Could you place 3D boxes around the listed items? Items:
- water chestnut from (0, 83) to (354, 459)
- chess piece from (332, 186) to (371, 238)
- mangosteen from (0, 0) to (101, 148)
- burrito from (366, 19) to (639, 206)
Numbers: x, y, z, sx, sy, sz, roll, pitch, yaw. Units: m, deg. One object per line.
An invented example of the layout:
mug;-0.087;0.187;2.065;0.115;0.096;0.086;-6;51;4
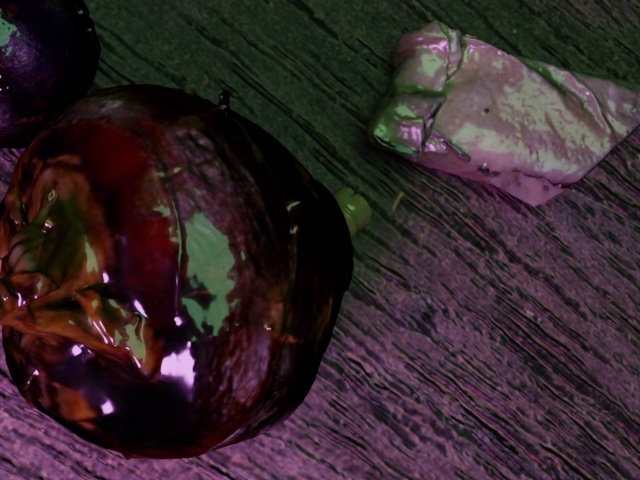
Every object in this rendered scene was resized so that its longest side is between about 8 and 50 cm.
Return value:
water chestnut;-0.162;0.032;0.813;0.347;0.335;0.335;-14;80;-52
chess piece;0.000;0.000;1.006;0.066;0.066;0.122;47;64;-2
mangosteen;-0.320;-0.165;0.888;0.231;0.194;0.194;-29;87;-2
burrito;0.224;-0.130;1.079;0.348;0.107;0.175;12;90;-11
